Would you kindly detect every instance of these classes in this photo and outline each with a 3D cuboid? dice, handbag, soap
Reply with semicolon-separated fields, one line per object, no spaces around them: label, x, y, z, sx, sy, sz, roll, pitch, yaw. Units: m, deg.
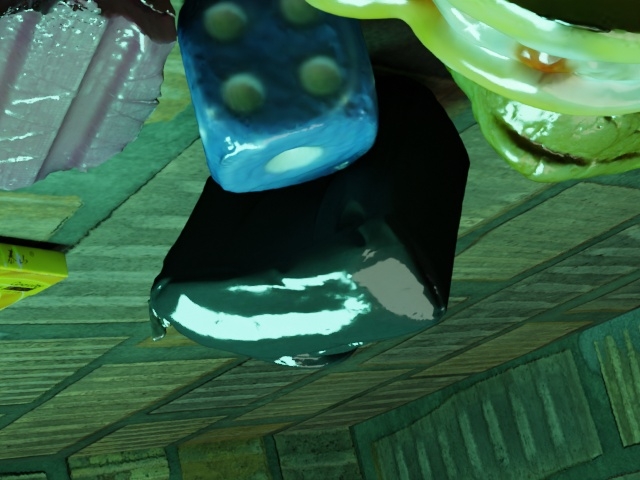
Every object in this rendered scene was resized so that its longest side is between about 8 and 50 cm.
dice;-0.035;-0.129;0.894;0.146;0.146;0.143;-13;164;-6
handbag;0.002;0.002;1.057;0.275;0.302;0.178;-24;116;25
soap;-0.212;-0.138;0.787;0.182;0.112;0.289;-5;160;-28

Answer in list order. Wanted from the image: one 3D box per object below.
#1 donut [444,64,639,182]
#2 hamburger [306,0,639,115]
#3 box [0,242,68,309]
donut;0.227;-0.159;0.906;0.261;0.209;0.128;-12;154;-32
hamburger;0.136;-0.198;0.639;0.302;0.261;0.186;-10;166;-5
box;-0.454;0.065;1.329;0.269;0.044;0.152;-25;160;32
